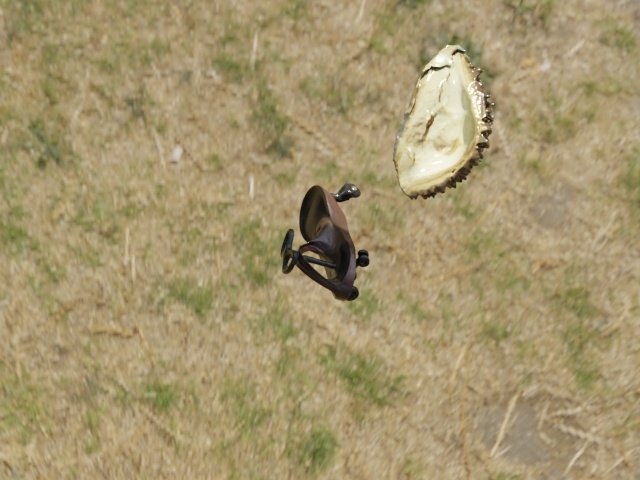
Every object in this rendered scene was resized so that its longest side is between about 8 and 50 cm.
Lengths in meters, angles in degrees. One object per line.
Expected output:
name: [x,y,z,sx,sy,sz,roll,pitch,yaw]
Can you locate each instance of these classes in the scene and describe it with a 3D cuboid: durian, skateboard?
durian: [0.094,-0.081,0.921,0.066,0.052,0.130,18,71,10]
skateboard: [0.000,0.000,1.186,0.080,0.067,0.151,16,30,-18]
